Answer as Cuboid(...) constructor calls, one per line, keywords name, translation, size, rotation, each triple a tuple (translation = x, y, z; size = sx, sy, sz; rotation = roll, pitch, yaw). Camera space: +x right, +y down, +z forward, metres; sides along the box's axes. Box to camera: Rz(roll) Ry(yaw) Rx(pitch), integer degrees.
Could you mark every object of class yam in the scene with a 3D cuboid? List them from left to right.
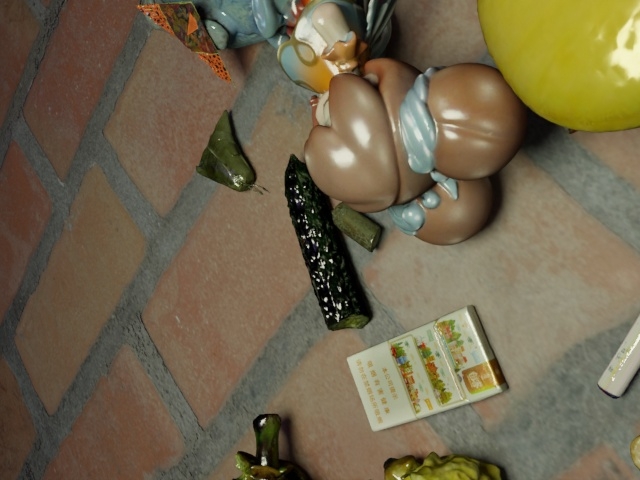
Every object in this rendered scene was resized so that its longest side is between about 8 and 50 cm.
Cuboid(name="yam", translation=(0.058, -0.022, 0.916), size=(0.094, 0.043, 0.043), rotation=(37, 112, 31))

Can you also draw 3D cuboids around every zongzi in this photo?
Cuboid(name="zongzi", translation=(-0.145, -0.157, 1.073), size=(0.154, 0.062, 0.131), rotation=(25, 94, 29))

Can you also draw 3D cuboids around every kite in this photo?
Cuboid(name="kite", translation=(-0.216, -0.351, 0.969), size=(0.222, 0.008, 0.125), rotation=(39, 155, -2))

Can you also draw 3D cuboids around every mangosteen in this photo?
Cuboid(name="mangosteen", translation=(-0.093, 0.422, 0.920), size=(0.231, 0.231, 0.290), rotation=(-22, 72, 36))

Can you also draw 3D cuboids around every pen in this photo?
Cuboid(name="pen", translation=(0.386, 0.061, 0.660), size=(0.033, 0.033, 0.269), rotation=(34, 110, 33))

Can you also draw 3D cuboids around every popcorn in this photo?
Cuboid(name="popcorn", translation=(0.141, 0.361, 0.770), size=(0.195, 0.168, 0.174), rotation=(-27, 94, 41))

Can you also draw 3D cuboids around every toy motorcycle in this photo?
Cuboid(name="toy motorcycle", translation=(-0.166, -0.410, 0.974), size=(0.318, 0.241, 0.182), rotation=(4, 86, 37))

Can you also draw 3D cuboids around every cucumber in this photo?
Cuboid(name="cucumber", translation=(0.000, 0.000, 0.945), size=(0.072, 0.072, 0.300), rotation=(-28, 73, 35))

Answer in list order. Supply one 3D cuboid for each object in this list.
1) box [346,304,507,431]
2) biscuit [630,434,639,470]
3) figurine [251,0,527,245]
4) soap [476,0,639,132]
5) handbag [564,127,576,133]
Cuboid(name="box", translation=(0.144, 0.189, 0.851), size=(0.220, 0.032, 0.122), rotation=(-31, 71, 34))
Cuboid(name="biscuit", translation=(0.457, 0.219, 0.605), size=(0.234, 0.030, 0.153), rotation=(-47, 64, 28))
Cuboid(name="figurine", translation=(0.072, -0.188, 0.770), size=(0.248, 0.277, 0.388), rotation=(-15, 62, -4))
Cuboid(name="soap", translation=(0.315, -0.281, 0.475), size=(0.427, 0.115, 0.306), rotation=(-37, 67, 40))
Cuboid(name="handbag", translation=(0.350, -0.260, 0.626), size=(0.298, 0.151, 0.171), rotation=(-36, 66, 39))
